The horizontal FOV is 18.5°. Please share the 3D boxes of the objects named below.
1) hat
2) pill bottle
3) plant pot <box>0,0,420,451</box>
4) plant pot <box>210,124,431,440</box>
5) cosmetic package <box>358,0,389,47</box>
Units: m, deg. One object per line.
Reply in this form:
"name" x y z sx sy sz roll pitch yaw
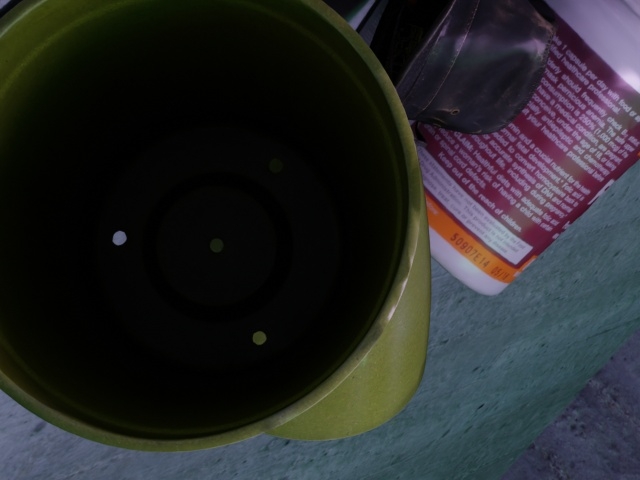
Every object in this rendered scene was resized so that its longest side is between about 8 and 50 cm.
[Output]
"hat" 0.126 -0.171 1.709 0.331 0.134 0.331 -158 -90 -83
"pill bottle" 0.245 -0.149 2.100 0.392 0.224 0.224 -45 161 12
"plant pot" -0.102 -0.010 1.596 0.366 0.366 0.353 -41 173 -2
"plant pot" 0.000 0.000 1.936 0.275 0.275 0.293 -28 148 -35
"cosmetic package" 0.152 -0.252 1.880 0.127 0.107 0.238 -18 147 -52
